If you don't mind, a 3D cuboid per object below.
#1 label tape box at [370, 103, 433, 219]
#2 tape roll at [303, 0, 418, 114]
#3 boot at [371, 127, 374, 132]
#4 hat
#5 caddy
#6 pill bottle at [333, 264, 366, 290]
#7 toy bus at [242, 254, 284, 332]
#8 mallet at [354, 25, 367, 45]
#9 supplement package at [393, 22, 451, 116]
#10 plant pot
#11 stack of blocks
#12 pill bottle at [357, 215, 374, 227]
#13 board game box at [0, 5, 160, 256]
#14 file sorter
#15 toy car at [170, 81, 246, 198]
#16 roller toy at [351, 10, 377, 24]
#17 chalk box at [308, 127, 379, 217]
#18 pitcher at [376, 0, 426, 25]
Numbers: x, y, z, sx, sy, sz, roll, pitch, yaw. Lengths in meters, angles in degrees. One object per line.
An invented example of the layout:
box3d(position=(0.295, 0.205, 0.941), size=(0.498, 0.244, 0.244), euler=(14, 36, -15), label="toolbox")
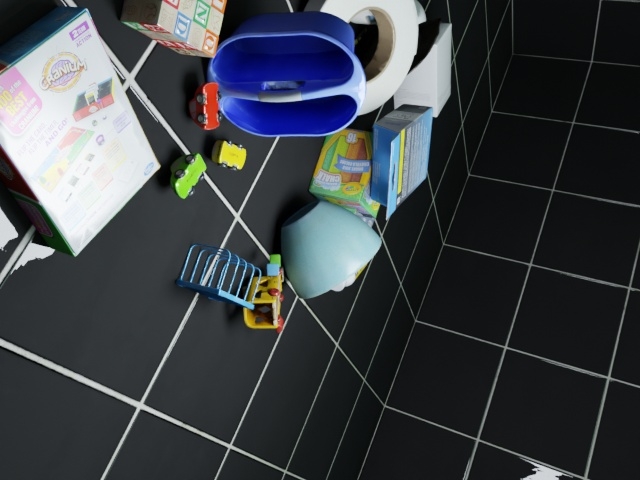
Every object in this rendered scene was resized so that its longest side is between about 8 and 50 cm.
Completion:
box3d(position=(0.219, -0.240, 1.774), size=(0.334, 0.106, 0.240), euler=(-42, 140, -50), label="label tape box")
box3d(position=(0.107, -0.538, 1.657), size=(0.392, 0.072, 0.392), euler=(-21, 127, -30), label="tape roll")
box3d(position=(0.209, -0.302, 2.199), size=(0.189, 0.076, 0.208), euler=(-151, -128, -85), label="boot")
box3d(position=(0.221, -0.616, 1.902), size=(0.134, 0.331, 0.331), euler=(39, 61, -21), label="hat")
box3d(position=(-0.068, -0.344, 1.289), size=(0.179, 0.342, 0.241), euler=(-75, 161, -47), label="caddy")
box3d(position=(0.089, 0.096, 2.114), size=(0.184, 0.103, 0.103), euler=(-48, 143, -47), label="pill bottle")
box3d(position=(-0.155, 0.145, 1.617), size=(0.202, 0.104, 0.190), euler=(88, 1, -74), label="toy bus")
box3d(position=(0.107, -0.600, 1.861), size=(0.189, 0.039, 0.062), euler=(-55, 147, -45), label="mallet")
box3d(position=(0.377, -0.637, 2.238), size=(0.175, 0.178, 0.293), euler=(-56, 150, -37), label="supplement package")
box3d(position=(0.000, 0.000, 1.722), size=(0.195, 0.290, 0.290), euler=(55, 43, -13), label="plant pot")
box3d(position=(-0.243, -0.507, 1.096), size=(0.171, 0.087, 0.297), euler=(6, 97, -65), label="stack of blocks")
box3d(position=(0.148, -0.114, 2.121), size=(0.180, 0.108, 0.108), euler=(-69, 155, -16), label="pill bottle")
box3d(position=(-0.404, -0.168, 0.966), size=(0.242, 0.064, 0.316), euler=(-57, 150, -35), label="board game box")
box3d(position=(-0.229, 0.085, 1.415), size=(0.170, 0.118, 0.104), euler=(42, 62, -63), label="file sorter")
box3d(position=(-0.258, -0.187, 1.281), size=(0.225, 0.053, 0.239), euler=(-61, 151, -28), label="toy car")
box3d(position=(0.162, -0.732, 1.764), size=(0.209, 0.146, 0.191), euler=(-60, 152, -31), label="roller toy")
box3d(position=(0.091, -0.182, 1.876), size=(0.179, 0.180, 0.288), euler=(35, 70, -64), label="chalk box")
box3d(position=(0.260, -0.748, 2.021), size=(0.177, 0.125, 0.207), euler=(-55, 142, -5), label="pitcher")
